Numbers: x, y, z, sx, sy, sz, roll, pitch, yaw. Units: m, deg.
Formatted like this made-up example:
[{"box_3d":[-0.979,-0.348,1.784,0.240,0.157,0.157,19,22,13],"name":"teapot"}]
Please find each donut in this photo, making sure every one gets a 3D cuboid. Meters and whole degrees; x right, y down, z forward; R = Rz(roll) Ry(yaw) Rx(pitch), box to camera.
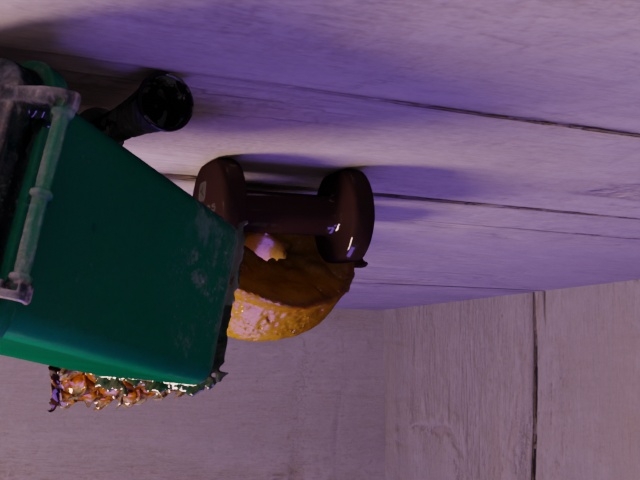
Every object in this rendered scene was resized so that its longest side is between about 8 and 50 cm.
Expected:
[{"box_3d":[-0.088,0.039,1.612,0.278,0.108,0.277,13,-150,-7],"name":"donut"}]

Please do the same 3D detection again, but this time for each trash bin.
[{"box_3d":[-0.249,0.006,1.083,0.295,0.259,0.381,0,163,34],"name":"trash bin"}]

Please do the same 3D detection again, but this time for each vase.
[{"box_3d":[-0.187,-0.119,1.125,0.059,0.059,0.167,5,171,-34],"name":"vase"}]

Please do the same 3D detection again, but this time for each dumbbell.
[{"box_3d":[-0.050,-0.036,1.510,0.225,0.124,0.140,3,172,-26],"name":"dumbbell"}]

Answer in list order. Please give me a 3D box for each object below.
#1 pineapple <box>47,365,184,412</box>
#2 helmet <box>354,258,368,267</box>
[{"box_3d":[-0.332,0.111,1.929,0.300,0.352,0.352,-8,176,-20],"name":"pineapple"},{"box_3d":[0.000,0.000,1.854,0.155,0.106,0.175,-5,175,25],"name":"helmet"}]
